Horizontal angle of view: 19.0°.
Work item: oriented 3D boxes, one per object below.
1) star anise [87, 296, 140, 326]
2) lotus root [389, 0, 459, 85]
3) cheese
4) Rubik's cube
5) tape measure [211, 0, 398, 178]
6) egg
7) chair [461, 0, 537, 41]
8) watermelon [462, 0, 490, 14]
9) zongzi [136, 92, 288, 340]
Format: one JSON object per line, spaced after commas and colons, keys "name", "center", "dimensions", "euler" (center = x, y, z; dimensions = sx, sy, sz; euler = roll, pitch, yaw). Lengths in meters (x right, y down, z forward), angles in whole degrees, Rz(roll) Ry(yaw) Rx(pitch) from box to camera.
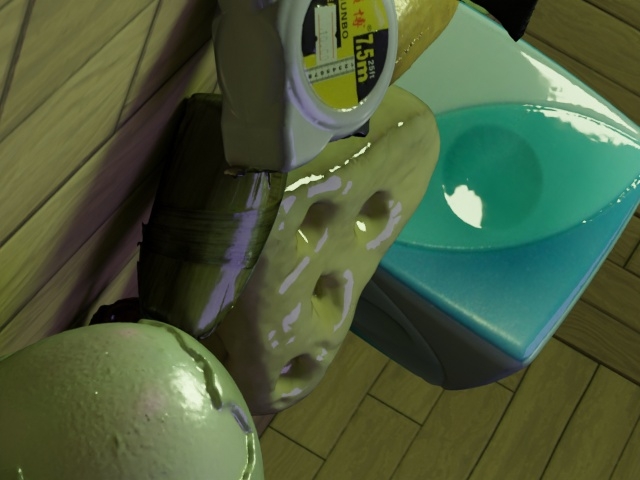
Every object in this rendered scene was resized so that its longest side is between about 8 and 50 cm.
{"name": "star anise", "center": [-0.214, 0.137, 1.735], "dimensions": [0.177, 0.073, 0.234], "euler": [-54, -166, 27]}
{"name": "lotus root", "center": [0.053, -0.235, 1.936], "dimensions": [0.146, 0.131, 0.303], "euler": [-27, -164, 42]}
{"name": "cheese", "center": [0.000, 0.000, 2.046], "dimensions": [0.328, 0.130, 0.351], "euler": [-37, 144, -32]}
{"name": "Rubik's cube", "center": [0.153, -0.048, 2.330], "dimensions": [0.347, 0.351, 0.352], "euler": [-56, -170, -14]}
{"name": "tape measure", "center": [-0.018, -0.162, 1.597], "dimensions": [0.178, 0.105, 0.196], "euler": [-16, 108, -48]}
{"name": "egg", "center": [-0.182, 0.210, 1.443], "dimensions": [0.336, 0.278, 0.278], "euler": [-68, 171, 21]}
{"name": "chair", "center": [0.130, -0.307, 1.789], "dimensions": [0.145, 0.221, 0.140], "euler": [-56, 172, -24]}
{"name": "watermelon", "center": [0.170, -0.380, 2.198], "dimensions": [0.063, 0.119, 0.245], "euler": [-70, 168, -69]}
{"name": "zongzi", "center": [-0.095, -0.020, 1.774], "dimensions": [0.242, 0.112, 0.221], "euler": [14, 95, -85]}
